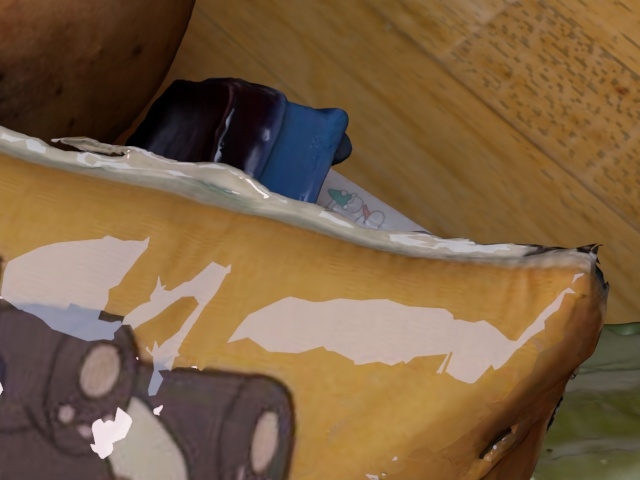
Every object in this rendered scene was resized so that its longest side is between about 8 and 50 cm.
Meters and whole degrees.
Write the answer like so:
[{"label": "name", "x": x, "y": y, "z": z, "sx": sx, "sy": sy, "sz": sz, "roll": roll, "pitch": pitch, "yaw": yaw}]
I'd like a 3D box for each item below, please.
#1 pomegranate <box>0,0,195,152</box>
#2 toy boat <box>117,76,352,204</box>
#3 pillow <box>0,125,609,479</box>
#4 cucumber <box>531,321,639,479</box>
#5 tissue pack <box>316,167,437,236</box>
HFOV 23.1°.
[{"label": "pomegranate", "x": -0.193, "y": -0.127, "z": 0.563, "sx": 0.322, "sy": 0.322, "sz": 0.322, "roll": 2, "pitch": 59, "yaw": -4}, {"label": "toy boat", "x": -0.054, "y": 0.044, "z": 0.581, "sx": 0.097, "sy": 0.100, "sz": 0.223, "roll": 36, "pitch": 72, "yaw": -32}, {"label": "pillow", "x": -0.101, "y": 0.099, "z": 0.441, "sx": 0.310, "sy": 0.312, "sz": 0.119, "roll": 16, "pitch": 27, "yaw": 4}, {"label": "cucumber", "x": 0.162, "y": 0.095, "z": 0.563, "sx": 0.325, "sy": 0.105, "sz": 0.145, "roll": -6, "pitch": 21, "yaw": -11}, {"label": "tissue pack", "x": 0.000, "y": 0.000, "z": 0.645, "sx": 0.108, "sy": 0.023, "sz": 0.056, "roll": 35, "pitch": 65, "yaw": 15}]
